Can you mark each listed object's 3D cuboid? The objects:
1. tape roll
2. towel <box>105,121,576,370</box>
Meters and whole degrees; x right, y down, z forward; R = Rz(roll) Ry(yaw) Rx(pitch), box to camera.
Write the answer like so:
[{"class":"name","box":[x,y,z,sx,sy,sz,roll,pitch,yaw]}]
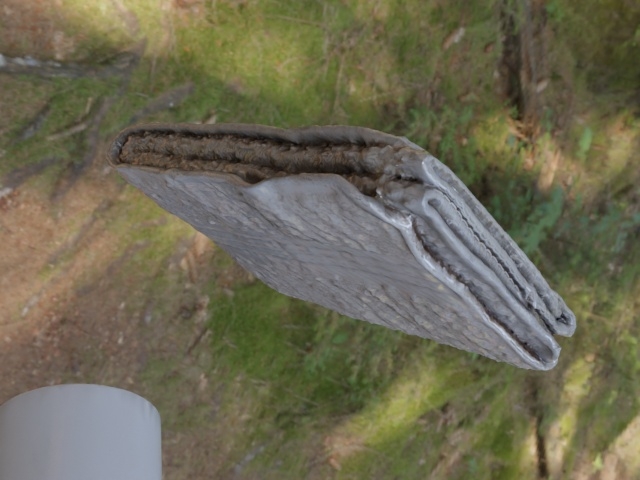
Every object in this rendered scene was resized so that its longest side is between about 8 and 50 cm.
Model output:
[{"class":"tape roll","box":[-0.346,0.335,1.093,0.246,0.246,0.169,79,-1,-49]},{"class":"towel","box":[0.000,0.000,0.478,0.187,0.282,0.049,42,70,-36]}]
